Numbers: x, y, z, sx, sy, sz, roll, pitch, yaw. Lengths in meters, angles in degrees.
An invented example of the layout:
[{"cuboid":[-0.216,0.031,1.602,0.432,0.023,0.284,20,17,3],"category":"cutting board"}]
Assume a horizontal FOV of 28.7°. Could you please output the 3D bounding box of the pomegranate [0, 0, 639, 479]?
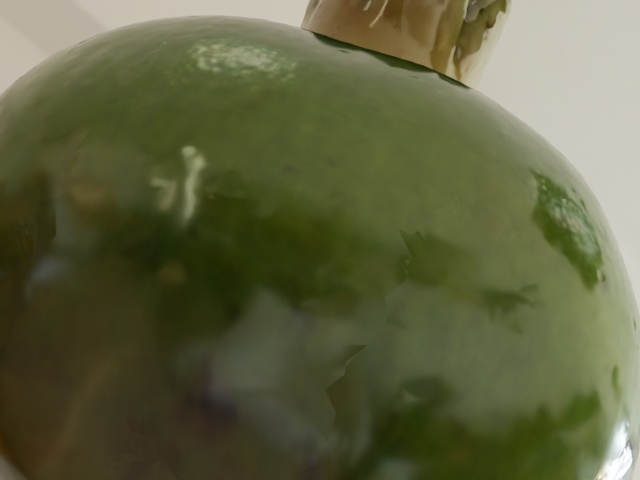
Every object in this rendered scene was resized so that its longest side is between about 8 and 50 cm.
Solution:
[{"cuboid":[0.000,0.000,0.517,0.309,0.359,0.216,21,-20,0],"category":"pomegranate"}]
